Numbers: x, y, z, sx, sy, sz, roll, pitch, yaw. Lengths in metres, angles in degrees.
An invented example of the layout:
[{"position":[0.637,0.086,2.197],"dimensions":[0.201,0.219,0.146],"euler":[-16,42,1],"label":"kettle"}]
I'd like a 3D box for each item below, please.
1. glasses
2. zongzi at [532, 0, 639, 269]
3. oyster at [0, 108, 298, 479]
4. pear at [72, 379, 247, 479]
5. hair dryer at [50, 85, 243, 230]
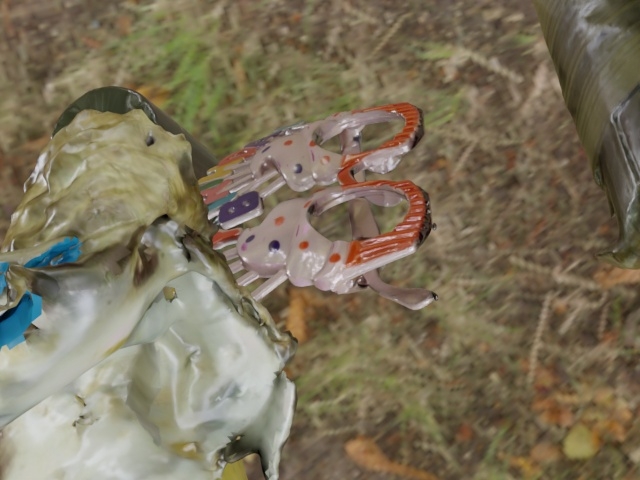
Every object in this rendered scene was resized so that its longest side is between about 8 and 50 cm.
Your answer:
[{"position":[-0.008,-0.004,1.018],"dimensions":[0.162,0.255,0.095],"euler":[-9,117,7],"label":"glasses"},{"position":[0.246,-0.112,0.831],"dimensions":[0.134,0.288,0.286],"euler":[124,141,-50],"label":"zongzi"},{"position":[-0.112,0.081,0.682],"dimensions":[0.083,0.223,0.214],"euler":[34,155,40],"label":"oyster"},{"position":[-0.203,0.184,0.902],"dimensions":[0.348,0.348,0.348],"euler":[11,112,29],"label":"pear"},{"position":[-0.187,0.028,1.617],"dimensions":[0.116,0.244,0.302],"euler":[11,78,23],"label":"hair dryer"}]
